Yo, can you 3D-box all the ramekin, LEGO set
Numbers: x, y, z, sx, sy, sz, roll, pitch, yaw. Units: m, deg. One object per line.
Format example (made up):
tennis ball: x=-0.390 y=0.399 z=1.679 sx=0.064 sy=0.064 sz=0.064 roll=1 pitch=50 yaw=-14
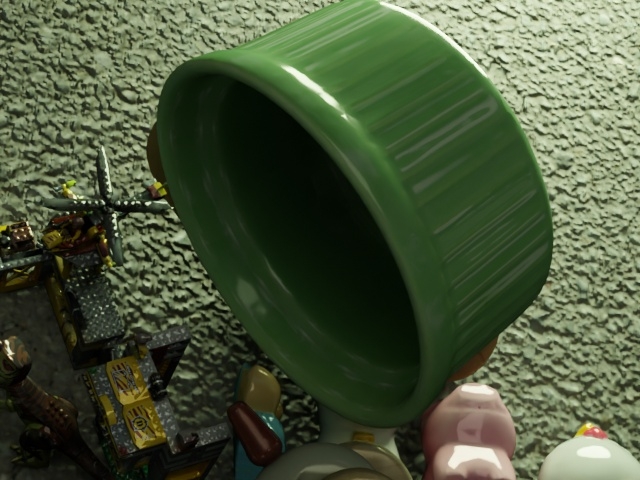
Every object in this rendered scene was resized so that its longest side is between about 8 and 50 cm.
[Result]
ramekin: x=0.029 y=-0.028 z=1.215 sx=0.148 sy=0.303 sz=0.303 roll=-33 pitch=76 yaw=-26
LEGO set: x=-0.213 y=0.094 z=1.260 sx=0.255 sy=0.192 sz=0.331 roll=-6 pitch=64 yaw=-21

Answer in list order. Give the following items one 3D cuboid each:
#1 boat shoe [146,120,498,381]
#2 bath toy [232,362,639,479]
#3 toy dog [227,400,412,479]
boat shoe: x=0.000 y=0.000 z=1.426 sx=0.342 sy=0.123 sz=0.123 roll=33 pitch=90 yaw=-1
bath toy: x=0.100 y=0.178 z=1.358 sx=0.348 sy=0.129 sz=0.151 roll=11 pitch=105 yaw=-8
toy dog: x=-0.068 y=0.249 z=1.165 sx=0.161 sy=0.220 sz=0.334 roll=39 pitch=67 yaw=0
